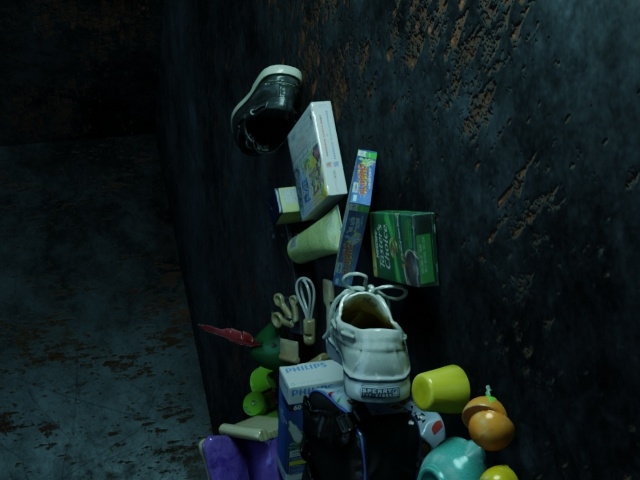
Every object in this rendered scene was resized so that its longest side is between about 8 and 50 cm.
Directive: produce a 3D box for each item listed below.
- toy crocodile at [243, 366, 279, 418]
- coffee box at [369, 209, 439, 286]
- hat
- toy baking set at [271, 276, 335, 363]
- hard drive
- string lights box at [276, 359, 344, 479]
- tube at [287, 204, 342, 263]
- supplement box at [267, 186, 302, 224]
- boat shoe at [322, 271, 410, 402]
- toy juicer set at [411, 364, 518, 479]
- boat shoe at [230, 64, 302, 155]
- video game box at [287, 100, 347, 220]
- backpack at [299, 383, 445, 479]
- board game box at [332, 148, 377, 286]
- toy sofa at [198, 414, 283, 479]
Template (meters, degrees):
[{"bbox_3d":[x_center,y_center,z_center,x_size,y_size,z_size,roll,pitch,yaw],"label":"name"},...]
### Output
[{"bbox_3d":[-0.113,0.482,2.267,0.115,0.105,0.341,39,-152,-53],"label":"toy crocodile"},{"bbox_3d":[0.127,0.010,1.383,0.184,0.040,0.113,-166,70,-72],"label":"coffee box"},{"bbox_3d":[-0.156,0.276,2.089,0.208,0.183,0.173,-118,3,-59],"label":"hat"},{"bbox_3d":[-0.034,0.186,1.885,0.256,0.030,0.197,-33,77,48],"label":"toy baking set"},{"bbox_3d":[-0.061,0.080,2.003,0.172,0.054,0.255,170,92,-73],"label":"hard drive"},{"bbox_3d":[-0.016,0.375,1.837,0.077,0.133,0.260,-123,30,-56],"label":"string lights box"},{"bbox_3d":[0.000,0.000,1.784,0.070,0.062,0.240,40,158,-9],"label":"tube"},{"bbox_3d":[-0.061,-0.075,1.892,0.083,0.083,0.056,130,130,-68],"label":"supplement box"},{"bbox_3d":[0.071,0.124,1.386,0.367,0.135,0.157,-88,-1,-82],"label":"boat shoe"},{"bbox_3d":[0.205,0.347,1.204,0.209,0.089,0.329,11,99,59],"label":"toy juicer set"},{"bbox_3d":[-0.119,-0.248,1.946,0.340,0.127,0.113,138,136,-58],"label":"boat shoe"},{"bbox_3d":[-0.009,-0.152,1.758,0.205,0.048,0.187,142,122,-71],"label":"video game box"},{"bbox_3d":[0.073,0.343,1.410,0.263,0.213,0.277,24,114,61],"label":"backpack"},{"bbox_3d":[0.058,-0.036,1.518,0.136,0.035,0.201,-80,1,-45],"label":"board game box"},{"bbox_3d":[-0.134,0.582,1.966,0.150,0.177,0.363,-5,95,47],"label":"toy sofa"}]
